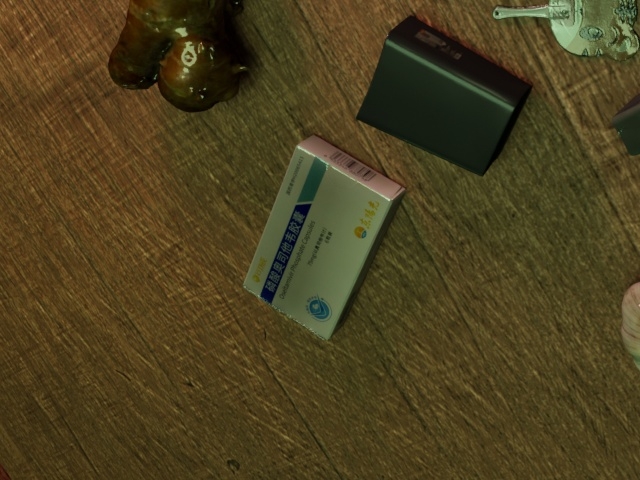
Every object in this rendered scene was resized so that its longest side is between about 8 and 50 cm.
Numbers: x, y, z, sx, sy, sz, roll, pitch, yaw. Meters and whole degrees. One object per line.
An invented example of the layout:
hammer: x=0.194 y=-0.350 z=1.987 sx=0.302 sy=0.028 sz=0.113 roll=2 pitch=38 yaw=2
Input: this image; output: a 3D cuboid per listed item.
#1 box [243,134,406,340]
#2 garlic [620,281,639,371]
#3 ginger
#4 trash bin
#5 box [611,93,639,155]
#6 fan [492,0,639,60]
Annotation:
box: x=0.000 y=0.000 z=1.953 sx=0.200 sy=0.065 sz=0.343 roll=31 pitch=126 yaw=12
garlic: x=0.537 y=0.162 z=1.625 sx=0.199 sy=0.226 sz=0.199 roll=12 pitch=123 yaw=20
ginger: x=-0.210 y=-0.386 z=1.813 sx=0.254 sy=0.176 sz=0.418 roll=29 pitch=128 yaw=5
trash bin: x=0.195 y=-0.222 z=1.696 sx=0.225 sy=0.115 sz=0.165 roll=30 pitch=126 yaw=12
box: x=0.481 y=-0.177 z=1.553 sx=0.069 sy=0.122 sz=0.084 roll=-24 pitch=100 yaw=49
fan: x=0.364 y=-0.342 z=1.600 sx=0.226 sy=0.008 sz=0.152 roll=6 pitch=117 yaw=27
